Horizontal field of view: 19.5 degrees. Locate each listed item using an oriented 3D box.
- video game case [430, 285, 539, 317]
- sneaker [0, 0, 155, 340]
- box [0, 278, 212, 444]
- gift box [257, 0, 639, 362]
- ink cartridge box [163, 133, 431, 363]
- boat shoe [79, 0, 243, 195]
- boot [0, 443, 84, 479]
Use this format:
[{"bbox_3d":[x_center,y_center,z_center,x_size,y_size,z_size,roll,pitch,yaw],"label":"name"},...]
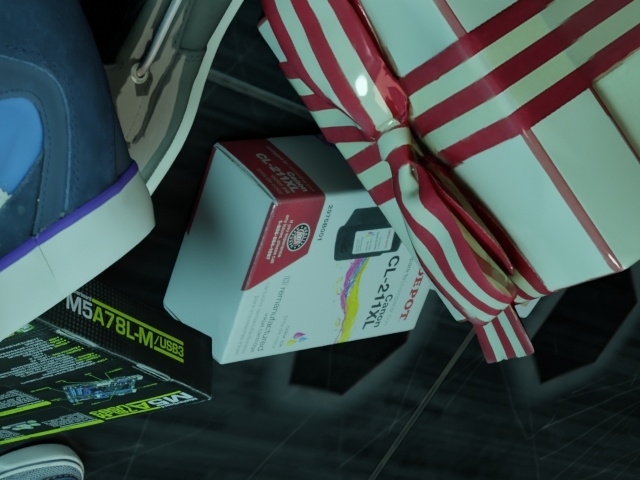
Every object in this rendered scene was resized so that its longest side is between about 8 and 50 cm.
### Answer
[{"bbox_3d":[0.157,-0.040,1.384,0.183,0.023,0.201,17,110,-51],"label":"video game case"},{"bbox_3d":[-0.227,-0.045,0.789,0.323,0.130,0.236,-36,107,-42],"label":"sneaker"},{"bbox_3d":[-0.187,0.064,1.026,0.190,0.045,0.184,-15,156,28],"label":"box"},{"bbox_3d":[0.126,-0.095,1.069,0.258,0.255,0.276,-35,177,-21],"label":"gift box"},{"bbox_3d":[0.000,0.000,1.221,0.175,0.072,0.127,-8,128,-41],"label":"ink cartridge box"},{"bbox_3d":[-0.095,-0.135,0.985,0.095,0.112,0.335,30,95,-35],"label":"boat shoe"},{"bbox_3d":[-0.218,0.202,1.177,0.190,0.086,0.069,-26,139,-26],"label":"boot"}]
